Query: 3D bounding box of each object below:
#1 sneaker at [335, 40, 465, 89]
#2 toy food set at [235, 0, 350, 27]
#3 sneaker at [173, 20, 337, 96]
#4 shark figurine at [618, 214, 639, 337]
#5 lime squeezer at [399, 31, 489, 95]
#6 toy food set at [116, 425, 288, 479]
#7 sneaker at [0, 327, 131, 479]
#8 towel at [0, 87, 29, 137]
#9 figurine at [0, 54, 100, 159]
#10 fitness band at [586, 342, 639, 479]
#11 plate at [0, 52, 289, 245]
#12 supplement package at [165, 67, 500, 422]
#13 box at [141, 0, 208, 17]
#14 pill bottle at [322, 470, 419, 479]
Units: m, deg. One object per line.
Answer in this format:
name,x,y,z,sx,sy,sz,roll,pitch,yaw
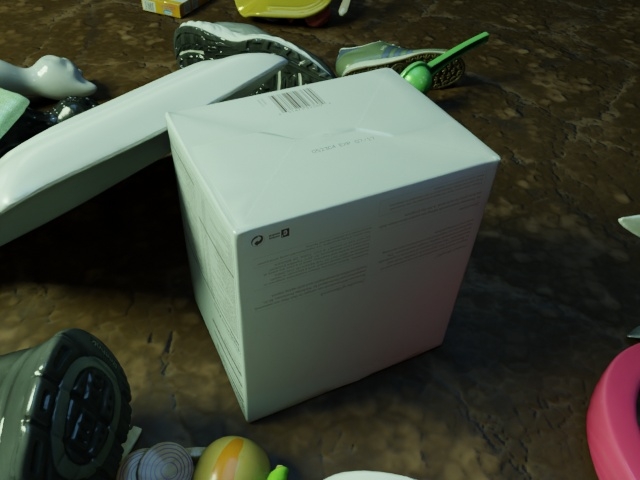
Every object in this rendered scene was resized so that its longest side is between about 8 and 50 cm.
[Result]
sneaker,0.114,-0.271,0.872,0.192,0.064,0.086,-9,49,-9
toy food set,-0.044,-0.426,1.040,0.217,0.071,0.128,5,66,4
sneaker,-0.082,-0.259,0.826,0.271,0.100,0.108,27,42,24
shark figurine,0.314,0.048,0.494,0.116,0.278,0.166,-27,73,21
lime squeezer,0.139,-0.196,0.775,0.109,0.059,0.311,4,52,30
toy food set,-0.086,0.185,0.380,0.191,0.039,0.132,13,43,11
sneaker,-0.204,0.192,0.332,0.130,0.109,0.286,-11,46,18
towel,-0.455,-0.035,0.527,0.247,0.038,0.325,17,63,15
figurine,-0.377,-0.170,0.726,0.209,0.092,0.215,-13,44,-29
fitness band,0.315,0.190,0.399,0.208,0.054,0.291,-6,42,-7
plate,-0.198,-0.079,0.530,0.278,0.045,0.277,-40,14,-37
supplement package,0.000,0.000,0.467,0.194,0.203,0.149,-16,46,-21
box,-0.258,-0.454,1.077,0.081,0.028,0.136,17,42,15
pill bottle,-0.004,0.260,0.199,0.181,0.182,0.323,17,44,14
